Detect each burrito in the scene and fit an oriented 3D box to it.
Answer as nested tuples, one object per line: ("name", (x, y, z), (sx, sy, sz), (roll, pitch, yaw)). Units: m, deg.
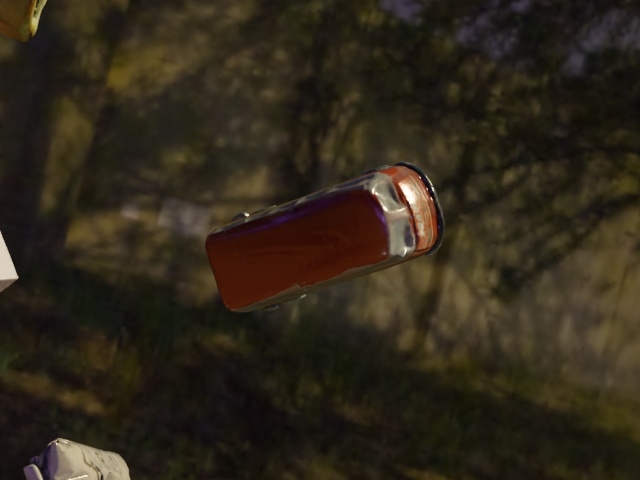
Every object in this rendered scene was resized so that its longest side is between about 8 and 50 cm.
("burrito", (-0.210, 0.213, 1.192), (0.064, 0.064, 0.203), (15, -10, 7))

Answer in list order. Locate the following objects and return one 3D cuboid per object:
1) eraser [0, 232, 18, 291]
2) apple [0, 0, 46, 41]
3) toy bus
("eraser", (-0.522, 0.039, 1.674), (0.078, 0.076, 0.298), (-32, -16, 31))
("apple", (-0.425, -0.415, 1.737), (0.193, 0.265, 0.120), (17, -16, -14))
("toy bus", (0.000, 0.000, 1.495), (0.265, 0.121, 0.120), (-18, -1, 28))
